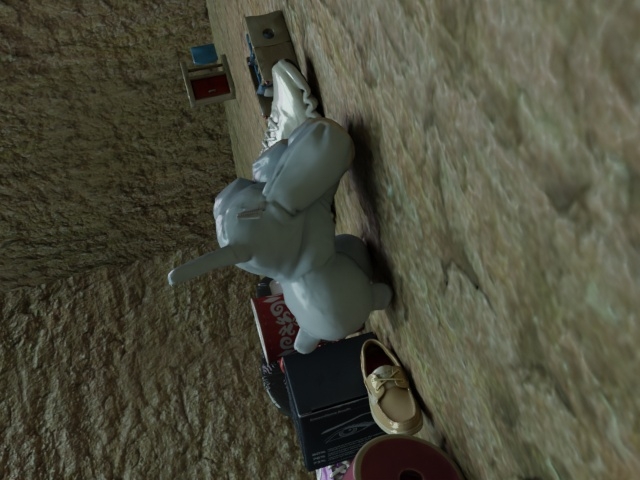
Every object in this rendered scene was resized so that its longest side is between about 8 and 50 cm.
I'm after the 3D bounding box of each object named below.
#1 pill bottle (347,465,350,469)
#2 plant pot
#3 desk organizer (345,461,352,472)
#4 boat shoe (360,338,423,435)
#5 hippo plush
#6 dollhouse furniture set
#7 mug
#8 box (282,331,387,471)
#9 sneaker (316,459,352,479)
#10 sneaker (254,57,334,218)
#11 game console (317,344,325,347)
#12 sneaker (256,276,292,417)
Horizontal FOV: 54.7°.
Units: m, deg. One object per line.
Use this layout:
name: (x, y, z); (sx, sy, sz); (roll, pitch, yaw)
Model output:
pill bottle: (0.088, 0.425, 1.093); (0.160, 0.087, 0.087); (96, 157, -67)
plant pot: (0.084, 0.334, 0.717); (0.201, 0.201, 0.180); (-118, 31, -54)
desk organizer: (0.088, 0.571, 1.419); (0.047, 0.050, 0.130); (12, 104, 43)
boat shoe: (0.086, 0.190, 0.823); (0.170, 0.063, 0.059); (-123, 15, -65)
hippo plush: (0.000, 0.000, 0.790); (0.236, 0.234, 0.294); (47, -165, -16)
dollhouse furniture set: (-0.141, -0.287, 1.069); (0.129, 0.183, 0.129); (106, 148, -72)
mug: (-0.020, 0.141, 1.049); (0.150, 0.169, 0.113); (85, 166, -48)
box: (0.031, 0.259, 0.984); (0.207, 0.153, 0.108); (88, 166, -47)
sneaker: (0.033, 0.535, 1.551); (0.161, 0.102, 0.282); (96, 158, -57)
sneaker: (-0.052, -0.138, 0.988); (0.110, 0.118, 0.292); (-117, 17, -59)
game console: (0.014, 0.247, 1.485); (0.124, 0.085, 0.144); (36, 153, 23)
sneaker: (-0.061, 0.321, 1.716); (0.258, 0.169, 0.448); (73, -177, -45)
